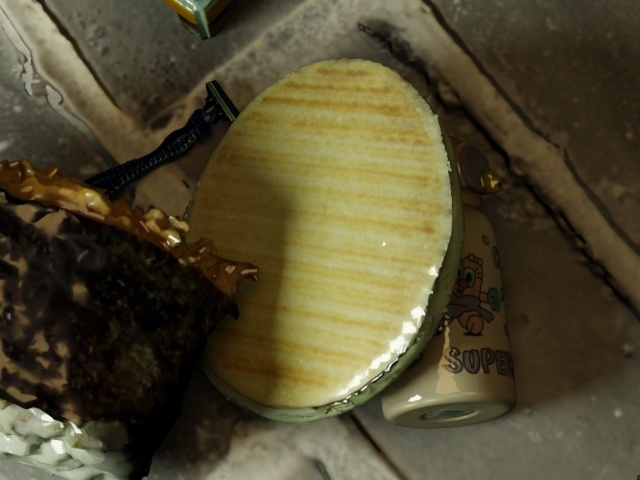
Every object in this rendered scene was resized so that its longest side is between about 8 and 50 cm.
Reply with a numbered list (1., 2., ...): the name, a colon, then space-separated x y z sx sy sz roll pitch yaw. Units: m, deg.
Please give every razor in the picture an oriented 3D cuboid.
1. razor: -0.132 -0.063 1.449 0.154 0.028 0.044 -33 65 -7

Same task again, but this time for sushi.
1. sushi: -0.245 0.038 1.326 0.348 0.234 0.208 25 71 -12

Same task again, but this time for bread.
1. bread: 0.000 0.000 1.354 0.267 0.040 0.267 -13 70 38

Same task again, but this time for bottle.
1. bottle: 0.088 0.024 1.365 0.110 0.097 0.209 -19 68 38

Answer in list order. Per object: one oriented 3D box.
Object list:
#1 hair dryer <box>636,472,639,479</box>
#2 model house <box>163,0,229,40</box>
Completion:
1. hair dryer: 0.191 0.257 1.319 0.195 0.075 0.219 11 63 17
2. model house: -0.109 -0.306 1.428 0.224 0.215 0.198 40 78 14
